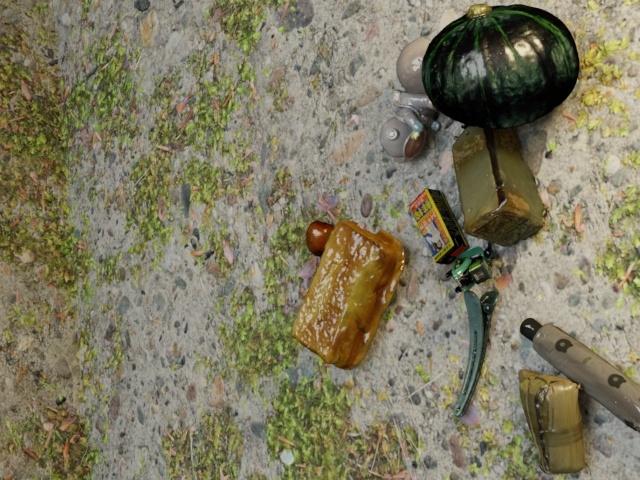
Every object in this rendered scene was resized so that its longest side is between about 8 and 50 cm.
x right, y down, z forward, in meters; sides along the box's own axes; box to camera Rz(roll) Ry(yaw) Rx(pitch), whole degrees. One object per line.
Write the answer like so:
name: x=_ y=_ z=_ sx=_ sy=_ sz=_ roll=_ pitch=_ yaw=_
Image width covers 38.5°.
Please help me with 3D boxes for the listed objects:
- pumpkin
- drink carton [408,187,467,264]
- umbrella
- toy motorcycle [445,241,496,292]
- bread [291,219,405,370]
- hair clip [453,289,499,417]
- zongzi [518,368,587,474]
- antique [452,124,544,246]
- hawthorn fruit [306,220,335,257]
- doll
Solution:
pumpkin: x=0.356 y=-0.366 z=1.860 sx=0.315 sy=0.315 sz=0.238 roll=12 pitch=131 yaw=47
drink carton: x=0.265 y=-0.032 z=2.061 sx=0.071 sy=0.056 sz=0.165 roll=-49 pitch=50 yaw=39
umbrella: x=0.505 y=0.245 z=1.737 sx=0.073 sy=0.067 sz=0.337 roll=-55 pitch=45 yaw=6
toy motorcycle: x=0.319 y=0.055 z=1.929 sx=0.100 sy=0.173 sz=0.058 roll=-29 pitch=98 yaw=21
bread: x=0.072 y=0.130 z=2.164 sx=0.195 sy=0.149 sz=0.344 roll=33 pitch=105 yaw=34
hair clip: x=0.325 y=0.241 z=1.939 sx=0.048 sy=0.083 sz=0.275 roll=12 pitch=97 yaw=50
zongzi: x=0.438 y=0.347 z=1.784 sx=0.197 sy=0.099 sz=0.194 roll=-175 pitch=79 yaw=-79
antique: x=0.361 y=-0.139 z=1.933 sx=0.125 sy=0.150 sz=0.284 roll=-36 pitch=49 yaw=37
hawthorn fruit: x=0.000 y=0.000 z=2.320 sx=0.081 sy=0.081 sz=0.093 roll=23 pitch=101 yaw=47
doll: x=0.216 y=-0.318 z=2.114 sx=0.151 sy=0.151 sz=0.287 roll=33 pitch=109 yaw=45
